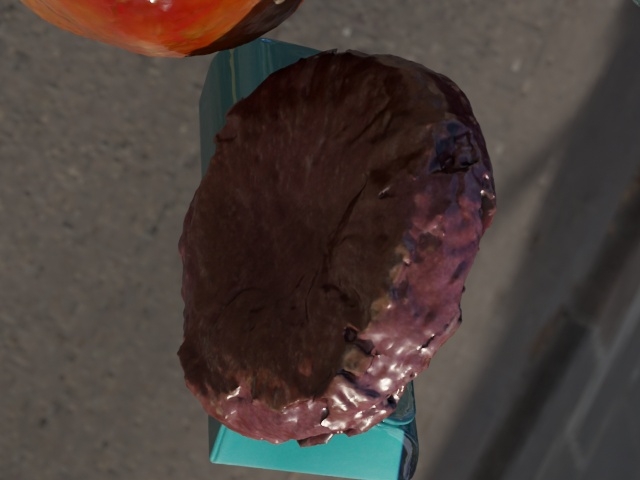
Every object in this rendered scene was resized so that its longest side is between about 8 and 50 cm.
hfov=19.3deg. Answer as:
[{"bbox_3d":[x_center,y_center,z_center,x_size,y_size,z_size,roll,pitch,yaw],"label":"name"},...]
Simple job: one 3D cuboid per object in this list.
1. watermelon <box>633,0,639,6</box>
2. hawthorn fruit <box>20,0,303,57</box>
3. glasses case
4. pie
[{"bbox_3d":[0.236,-0.196,0.819,0.226,0.318,0.148,-44,133,-19],"label":"watermelon"},{"bbox_3d":[-0.065,-0.137,0.706,0.203,0.162,0.162,-102,-148,-76],"label":"hawthorn fruit"},{"bbox_3d":[-0.008,0.002,1.111,0.301,0.117,0.070,-97,-160,-46],"label":"glasses case"},{"bbox_3d":[0.000,0.000,0.690,0.038,0.153,0.153,26,90,-42],"label":"pie"}]
